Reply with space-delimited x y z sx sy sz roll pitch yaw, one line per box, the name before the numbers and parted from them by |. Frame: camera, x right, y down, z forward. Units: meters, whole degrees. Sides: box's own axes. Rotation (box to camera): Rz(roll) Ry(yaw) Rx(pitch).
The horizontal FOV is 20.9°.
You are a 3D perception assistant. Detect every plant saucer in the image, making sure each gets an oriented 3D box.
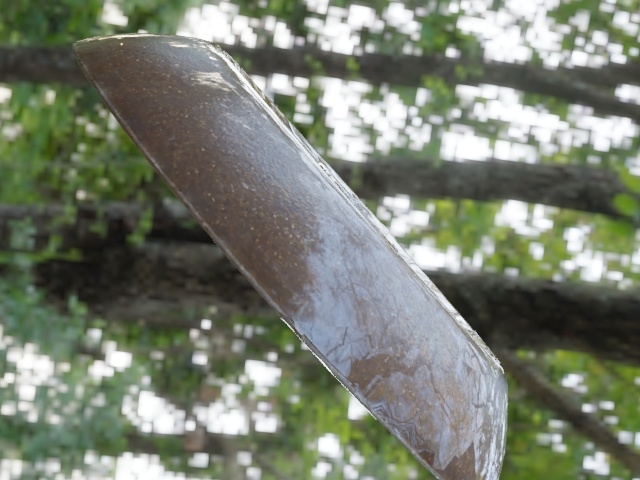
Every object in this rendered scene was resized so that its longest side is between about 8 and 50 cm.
plant saucer | 0.000 0.000 0.558 0.036 0.198 0.198 -42 -151 2
